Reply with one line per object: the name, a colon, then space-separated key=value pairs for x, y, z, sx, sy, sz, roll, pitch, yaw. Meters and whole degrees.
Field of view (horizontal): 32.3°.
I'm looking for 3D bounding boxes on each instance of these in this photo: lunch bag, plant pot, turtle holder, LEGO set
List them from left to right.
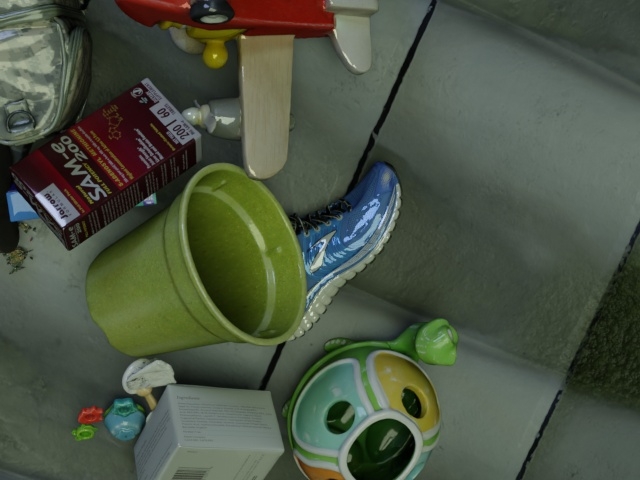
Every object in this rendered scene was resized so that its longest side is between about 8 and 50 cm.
lunch bag: x=-0.425 y=-0.262 z=1.543 sx=0.212 sy=0.305 sz=0.256 roll=-13 pitch=100 yaw=-5
LEGO set: x=-0.473 y=0.013 z=1.734 sx=0.054 sy=0.023 sz=0.083 roll=38 pitch=80 yaw=-17
plant pot: x=-0.202 y=0.057 z=1.654 sx=0.254 sy=0.276 sz=0.276 roll=-22 pitch=108 yaw=32
turtle holder: x=0.103 y=0.285 z=1.782 sx=0.320 sy=0.227 sz=0.243 roll=-26 pitch=104 yaw=-4

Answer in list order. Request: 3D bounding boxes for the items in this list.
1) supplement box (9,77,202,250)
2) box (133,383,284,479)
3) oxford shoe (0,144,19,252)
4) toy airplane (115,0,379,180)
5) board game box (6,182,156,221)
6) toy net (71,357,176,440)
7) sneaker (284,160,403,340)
supplement box: x=-0.299 y=-0.110 z=1.559 sx=0.239 sy=0.073 sz=0.130 roll=-38 pitch=73 yaw=-20
box: x=-0.179 y=0.328 z=1.740 sx=0.181 sy=0.119 sz=0.181 roll=8 pitch=134 yaw=-27
oxford shoe: x=-0.516 y=-0.084 z=1.682 sx=0.076 sy=0.076 sz=0.212 roll=-3 pitch=92 yaw=31
toy airplane: x=-0.106 y=-0.340 z=1.629 sx=0.384 sy=0.272 sz=0.386 roll=52 pitch=53 yaw=-25
board game box: x=-0.355 y=-0.075 z=1.662 sx=0.210 sy=0.160 sz=0.047 roll=-7 pitch=102 yaw=-9
toy net: x=-0.305 y=0.241 z=1.726 sx=0.122 sy=0.045 sz=0.232 roll=12 pitch=133 yaw=-25
sneaker: x=0.000 y=0.000 z=1.758 sx=0.147 sy=0.130 sz=0.330 roll=39 pitch=93 yaw=-17
